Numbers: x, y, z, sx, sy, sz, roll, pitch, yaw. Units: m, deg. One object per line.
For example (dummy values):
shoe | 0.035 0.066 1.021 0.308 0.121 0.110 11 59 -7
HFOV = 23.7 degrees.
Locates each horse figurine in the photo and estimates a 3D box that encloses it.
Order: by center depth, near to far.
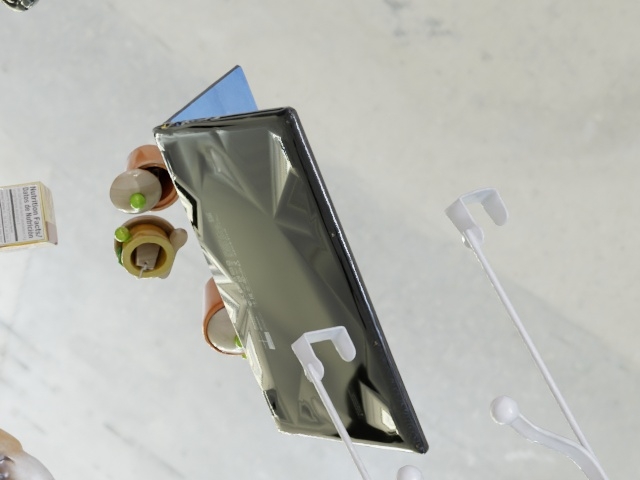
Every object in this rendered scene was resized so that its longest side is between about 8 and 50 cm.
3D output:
horse figurine | -0.280 0.235 1.395 0.263 0.066 0.174 40 -174 -16

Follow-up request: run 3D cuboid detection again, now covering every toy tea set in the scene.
toy tea set | -0.147 0.023 1.962 0.336 0.124 0.200 32 112 -30

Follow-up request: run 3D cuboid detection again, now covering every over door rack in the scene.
over door rack | 0.087 0.151 1.216 0.108 0.324 0.239 9 141 -41

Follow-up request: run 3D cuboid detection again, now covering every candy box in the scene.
candy box | -0.519 -0.014 2.045 0.183 0.316 0.087 167 94 -84

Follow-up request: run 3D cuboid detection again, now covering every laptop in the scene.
laptop | 0.000 0.000 1.707 0.408 0.236 0.382 -1 116 54

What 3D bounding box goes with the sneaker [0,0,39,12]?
sneaker | -0.367 -0.411 2.047 0.101 0.106 0.267 44 145 -10
